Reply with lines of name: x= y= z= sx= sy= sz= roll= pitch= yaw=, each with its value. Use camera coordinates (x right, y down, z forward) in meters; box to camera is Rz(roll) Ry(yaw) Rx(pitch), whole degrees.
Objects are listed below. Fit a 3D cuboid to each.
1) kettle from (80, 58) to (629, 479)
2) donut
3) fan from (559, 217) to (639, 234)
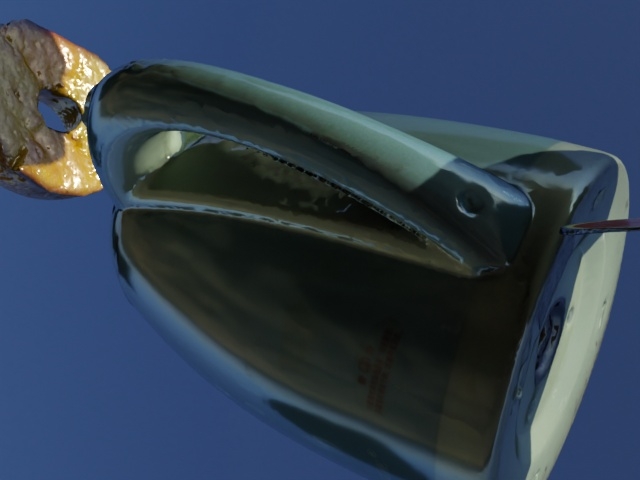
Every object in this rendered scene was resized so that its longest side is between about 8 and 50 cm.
kettle: x=0.000 y=0.000 z=0.690 sx=0.342 sy=0.319 sz=0.247 roll=18 pitch=-117 yaw=24
donut: x=-0.276 y=-0.120 z=1.030 sx=0.075 sy=0.190 sz=0.174 roll=-18 pitch=-98 yaw=34
fan: x=0.139 y=-0.008 z=0.310 sx=0.133 sy=0.085 sz=0.005 roll=-4 pitch=-88 yaw=15
